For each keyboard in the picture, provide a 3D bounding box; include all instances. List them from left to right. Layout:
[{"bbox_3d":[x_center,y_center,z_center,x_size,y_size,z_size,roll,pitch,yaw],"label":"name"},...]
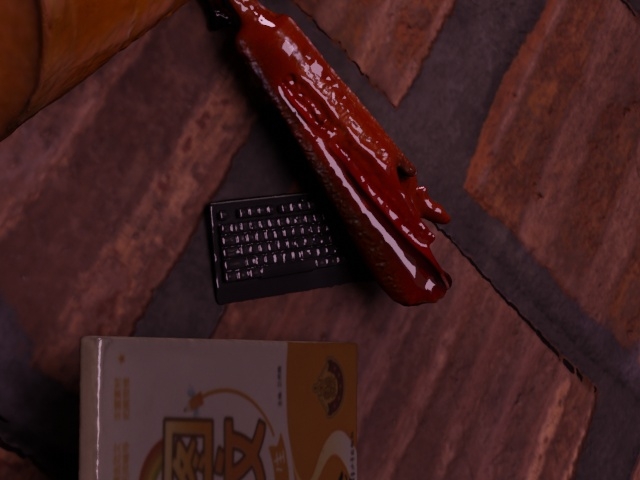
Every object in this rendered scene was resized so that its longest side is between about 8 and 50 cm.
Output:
[{"bbox_3d":[0.001,0.000,0.906,0.196,0.015,0.074,-6,90,-39],"label":"keyboard"}]

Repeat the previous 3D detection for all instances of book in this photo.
[{"bbox_3d":[-0.052,0.166,0.777,0.295,0.020,0.208,9,80,-59],"label":"book"}]

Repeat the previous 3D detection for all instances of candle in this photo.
[{"bbox_3d":[0.005,-0.077,0.876,0.302,0.059,0.084,52,43,-16],"label":"candle"}]

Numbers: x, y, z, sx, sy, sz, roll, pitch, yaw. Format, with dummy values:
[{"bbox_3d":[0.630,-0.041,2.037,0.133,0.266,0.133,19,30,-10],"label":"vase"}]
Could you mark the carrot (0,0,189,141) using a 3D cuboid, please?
[{"bbox_3d":[-0.155,-0.188,0.719,0.254,0.196,0.196,-40,110,-47],"label":"carrot"}]
